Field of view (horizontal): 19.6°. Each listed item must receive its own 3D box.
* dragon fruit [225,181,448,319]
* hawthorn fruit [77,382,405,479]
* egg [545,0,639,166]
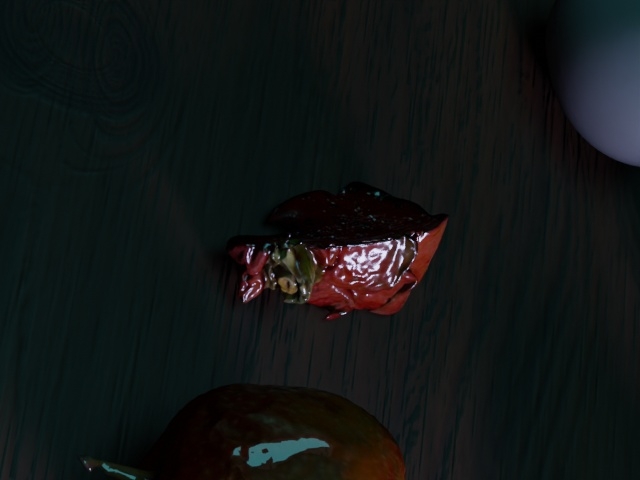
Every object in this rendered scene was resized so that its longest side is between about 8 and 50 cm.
[{"bbox_3d":[0.011,-0.004,1.538,0.192,0.092,0.122,-3,72,-34],"label":"dragon fruit"},{"bbox_3d":[-0.069,0.193,1.350,0.243,0.207,0.207,22,60,-19],"label":"hawthorn fruit"},{"bbox_3d":[0.293,-0.162,1.754,0.146,0.146,0.199,-24,85,-38],"label":"egg"}]
